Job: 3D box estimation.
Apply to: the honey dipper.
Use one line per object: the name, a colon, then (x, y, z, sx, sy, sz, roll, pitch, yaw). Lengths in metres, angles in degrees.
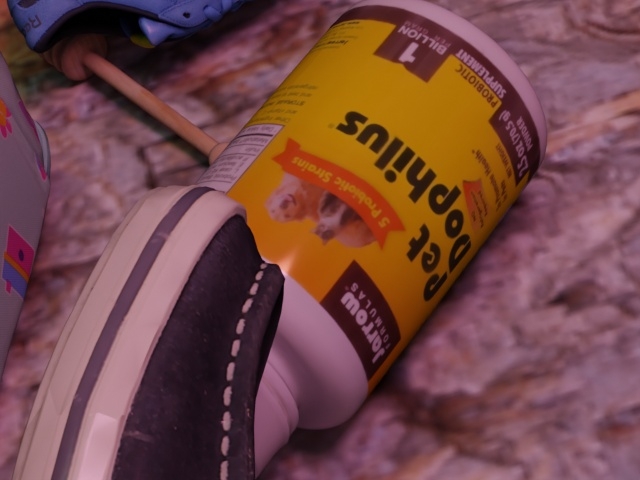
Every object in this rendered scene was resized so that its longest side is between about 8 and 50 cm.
honey dipper: (-0.096, -0.075, 0.980, 0.030, 0.030, 0.161, -40, 56, -18)

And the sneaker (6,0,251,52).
sneaker: (-0.061, -0.137, 0.991, 0.209, 0.069, 0.082, -8, 74, -14)

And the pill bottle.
pill bottle: (0.000, 0.000, 0.828, 0.117, 0.117, 0.215, 23, 60, 30)

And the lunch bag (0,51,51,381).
lunch bag: (-0.256, 0.014, 0.894, 0.224, 0.108, 0.279, -8, 47, 16)

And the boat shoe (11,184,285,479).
boat shoe: (-0.042, 0.210, 0.591, 0.156, 0.187, 0.500, 6, 57, -3)
